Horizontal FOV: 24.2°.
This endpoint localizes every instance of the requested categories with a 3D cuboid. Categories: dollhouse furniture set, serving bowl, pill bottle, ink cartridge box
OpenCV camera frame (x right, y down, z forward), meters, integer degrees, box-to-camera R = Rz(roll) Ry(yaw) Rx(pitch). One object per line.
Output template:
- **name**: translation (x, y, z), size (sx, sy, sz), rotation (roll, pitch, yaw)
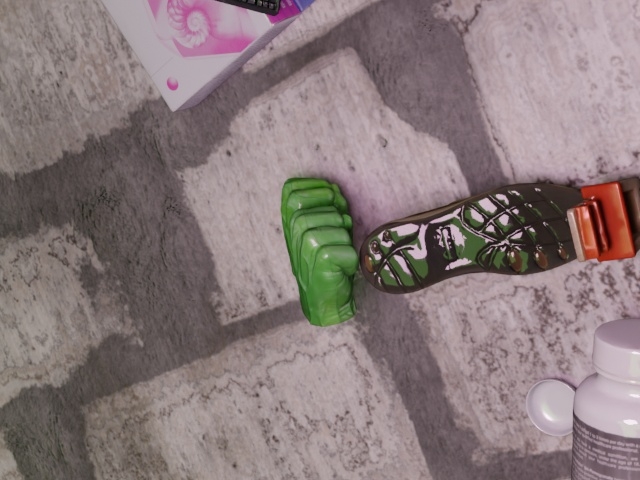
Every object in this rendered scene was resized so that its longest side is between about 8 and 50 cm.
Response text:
- **dollhouse furniture set**: translation (0.454, -0.035, 1.850), size (0.259, 0.135, 0.262), rotation (-10, 99, 33)
- **serving bowl**: translation (0.328, 0.228, 2.074), size (0.083, 0.027, 0.083), rotation (9, 109, 29)
- **pill bottle**: translation (0.415, 0.270, 1.943), size (0.176, 0.176, 0.319), rotation (8, 109, 30)
- **ink cartridge box**: translation (-0.186, -0.408, 2.177), size (0.330, 0.071, 0.324), rotation (-37, 84, 36)

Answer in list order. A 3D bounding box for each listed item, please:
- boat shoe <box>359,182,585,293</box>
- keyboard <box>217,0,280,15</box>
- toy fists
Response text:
- **boat shoe**: translation (0.214, -0.011, 2.015), size (0.324, 0.120, 0.123), rotation (-9, 97, 11)
- **keyboard**: translation (-0.130, -0.386, 2.099), size (0.180, 0.023, 0.108), rotation (18, 110, 23)
- **toy fists**: translation (0.000, 0.000, 2.086), size (0.096, 0.279, 0.142), rotation (-12, 114, -2)
